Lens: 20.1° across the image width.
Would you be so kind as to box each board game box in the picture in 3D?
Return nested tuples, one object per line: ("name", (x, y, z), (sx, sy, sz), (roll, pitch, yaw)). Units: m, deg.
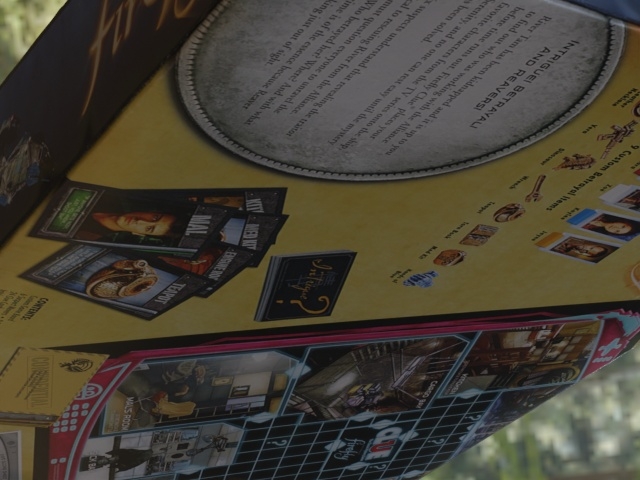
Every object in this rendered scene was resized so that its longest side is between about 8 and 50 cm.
("board game box", (0.000, 0.000, 0.419), (0.243, 0.165, 0.042), (-40, -134, 46))
